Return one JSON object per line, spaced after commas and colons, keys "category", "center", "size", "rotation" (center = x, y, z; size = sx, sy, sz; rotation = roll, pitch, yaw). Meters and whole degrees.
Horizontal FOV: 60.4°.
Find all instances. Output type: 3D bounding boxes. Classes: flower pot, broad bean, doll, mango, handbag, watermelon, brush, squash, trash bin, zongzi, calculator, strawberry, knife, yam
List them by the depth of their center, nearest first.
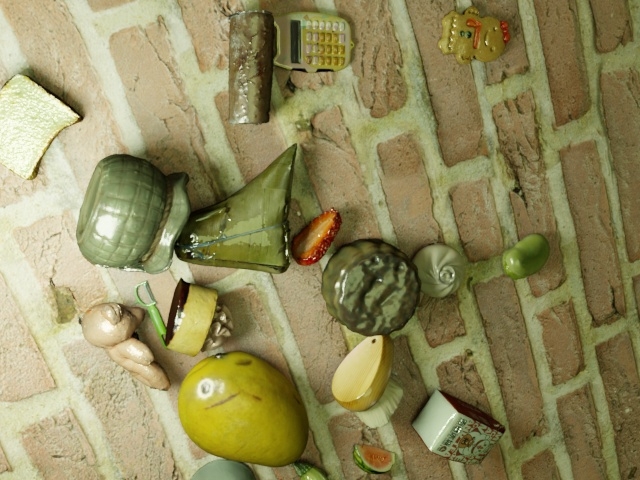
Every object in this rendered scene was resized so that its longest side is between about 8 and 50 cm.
{"category": "flower pot", "center": [-0.466, -0.061, 1.352], "size": [0.213, 0.302, 0.302], "rotation": [17, 97, -30]}
{"category": "yam", "center": [-0.181, -0.442, 1.425], "size": [0.131, 0.131, 0.280], "rotation": [-1, 104, -15]}
{"category": "zongzi", "center": [-0.223, -0.101, 1.464], "size": [0.322, 0.160, 0.361], "rotation": [6, 100, -17]}
{"category": "doll", "center": [-0.501, 0.274, 1.486], "size": [0.303, 0.201, 0.156], "rotation": [53, 48, -24]}
{"category": "calculator", "center": [-0.020, -0.537, 1.498], "size": [0.236, 0.033, 0.157], "rotation": [-3, 101, -17]}
{"category": "knife", "center": [-0.471, 0.216, 1.540], "size": [0.054, 0.015, 0.212], "rotation": [-22, 106, -9]}
{"category": "mango", "center": [-0.203, 0.503, 1.570], "size": [0.301, 0.220, 0.445], "rotation": [-43, 112, -6]}
{"category": "strawberry", "center": [0.000, 0.000, 1.570], "size": [0.188, 0.121, 0.082], "rotation": [-46, 128, -2]}
{"category": "trash bin", "center": [-0.277, 0.799, 1.585], "size": [0.277, 0.262, 0.217], "rotation": [11, 98, -17]}
{"category": "brush", "center": [0.167, 0.420, 1.690], "size": [0.166, 0.174, 0.267], "rotation": [43, 72, -32]}
{"category": "squash", "center": [-0.031, 0.748, 1.745], "size": [0.105, 0.105, 0.132], "rotation": [-26, 89, -9]}
{"category": "broad bean", "center": [0.668, 0.056, 1.782], "size": [0.174, 0.082, 0.124], "rotation": [-25, 105, -8]}
{"category": "watermelon", "center": [0.175, 0.731, 1.797], "size": [0.163, 0.069, 0.087], "rotation": [19, 97, -20]}
{"category": "handbag", "center": [0.470, 0.637, 1.825], "size": [0.298, 0.151, 0.171], "rotation": [30, 96, -26]}

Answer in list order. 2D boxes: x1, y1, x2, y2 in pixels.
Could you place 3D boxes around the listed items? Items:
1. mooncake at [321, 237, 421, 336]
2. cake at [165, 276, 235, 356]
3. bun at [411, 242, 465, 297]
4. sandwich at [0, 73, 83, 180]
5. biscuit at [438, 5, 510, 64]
{"category": "mooncake", "center": [0.150, 0.138, 1.617], "size": [0.290, 0.161, 0.290], "rotation": [-3, 100, -15]}
{"category": "cake", "center": [-0.316, 0.214, 1.494], "size": [0.178, 0.185, 0.208], "rotation": [10, 87, -19]}
{"category": "bun", "center": [0.367, 0.097, 1.690], "size": [0.172, 0.120, 0.173], "rotation": [-3, 103, -13]}
{"category": "sandwich", "center": [-0.721, -0.278, 1.343], "size": [0.186, 0.065, 0.215], "rotation": [36, 91, -18]}
{"category": "biscuit", "center": [0.456, -0.596, 1.612], "size": [0.225, 0.036, 0.166], "rotation": [6, 98, -17]}
